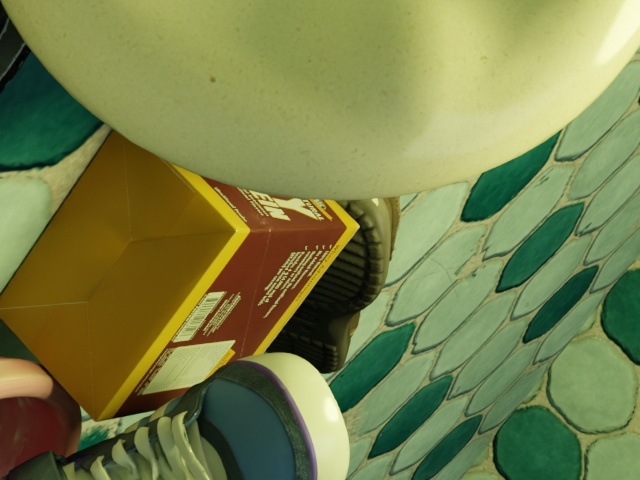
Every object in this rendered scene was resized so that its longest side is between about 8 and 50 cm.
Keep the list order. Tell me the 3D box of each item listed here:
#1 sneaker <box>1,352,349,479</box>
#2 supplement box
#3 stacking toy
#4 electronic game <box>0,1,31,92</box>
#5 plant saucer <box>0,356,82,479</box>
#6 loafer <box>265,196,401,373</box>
[{"bbox_3d":[-0.143,0.196,1.192,0.236,0.130,0.323,-22,174,-34],"label":"sneaker"},{"bbox_3d":[-0.108,0.020,1.280,0.191,0.129,0.194,-53,159,18],"label":"supplement box"},{"bbox_3d":[-0.005,-0.142,0.979,0.350,0.350,0.480,-42,172,-12],"label":"stacking toy"},{"bbox_3d":[-0.220,-0.130,0.885,0.229,0.048,0.229,-45,158,-24],"label":"electronic game"},{"bbox_3d":[-0.333,0.204,1.244,0.332,0.084,0.332,-40,158,-20],"label":"plant saucer"},{"bbox_3d":[0.000,0.000,1.509,0.366,0.134,0.130,111,1,-65],"label":"loafer"}]
